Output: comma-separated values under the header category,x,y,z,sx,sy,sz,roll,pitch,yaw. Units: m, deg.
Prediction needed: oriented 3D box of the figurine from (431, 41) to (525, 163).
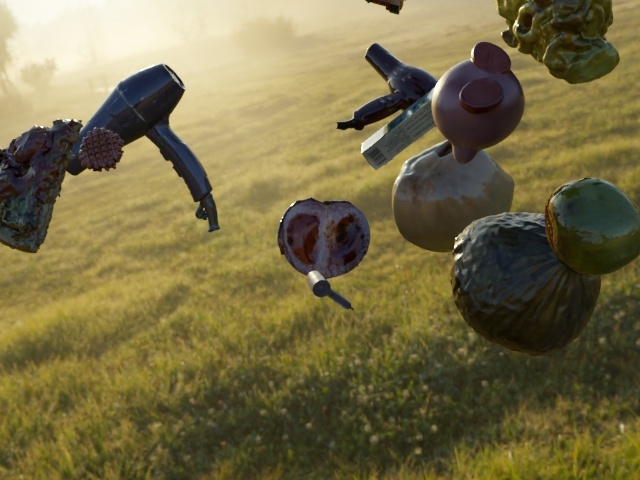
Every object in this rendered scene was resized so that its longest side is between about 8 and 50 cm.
category,x,y,z,sx,sy,sz,roll,pitch,yaw
figurine,0.285,-0.246,1.331,0.173,0.173,0.173,-12,19,4

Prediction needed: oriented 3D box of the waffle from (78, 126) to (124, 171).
category,x,y,z,sx,sy,sz,roll,pitch,yaw
waffle,-0.387,-0.161,1.291,0.075,0.083,0.029,20,-19,4

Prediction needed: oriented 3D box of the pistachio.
category,x,y,z,sx,sy,sz,roll,pitch,yaw
pistachio,0.412,-0.135,2.271,0.446,0.365,0.281,0,25,-33

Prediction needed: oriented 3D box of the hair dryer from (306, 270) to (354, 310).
category,x,y,z,sx,sy,sz,roll,pitch,yaw
hair dryer,0.024,0.108,1.461,0.037,0.114,0.063,-51,20,4

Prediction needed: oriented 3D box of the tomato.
category,x,y,z,sx,sy,sz,roll,pitch,yaw
tomato,0.000,0.000,1.793,0.228,0.199,0.112,7,-8,-12

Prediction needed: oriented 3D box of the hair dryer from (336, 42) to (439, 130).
category,x,y,z,sx,sy,sz,roll,pitch,yaw
hair dryer,0.142,-0.379,1.908,0.341,0.123,0.312,-27,58,-29

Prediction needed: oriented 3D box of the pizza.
category,x,y,z,sx,sy,sz,roll,pitch,yaw
pizza,-0.396,-0.095,0.974,0.201,0.053,0.193,32,90,38

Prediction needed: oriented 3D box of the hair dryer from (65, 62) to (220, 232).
category,x,y,z,sx,sy,sz,roll,pitch,yaw
hair dryer,-0.340,-0.152,1.521,0.301,0.361,0.121,-38,5,9

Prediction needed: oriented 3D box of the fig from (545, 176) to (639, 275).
category,x,y,z,sx,sy,sz,roll,pitch,yaw
fig,0.376,-0.018,1.022,0.121,0.136,0.153,-29,49,-11

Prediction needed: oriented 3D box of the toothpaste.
category,x,y,z,sx,sy,sz,roll,pitch,yaw
toothpaste,0.248,-0.303,1.788,0.337,0.067,0.081,-36,20,21

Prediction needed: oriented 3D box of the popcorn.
category,x,y,z,sx,sy,sz,roll,pitch,yaw
popcorn,0.457,-0.449,1.410,0.174,0.225,0.286,-23,43,-2

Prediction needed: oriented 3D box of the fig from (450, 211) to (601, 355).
category,x,y,z,sx,sy,sz,roll,pitch,yaw
fig,0.417,0.037,1.309,0.286,0.286,0.368,-28,-10,-36

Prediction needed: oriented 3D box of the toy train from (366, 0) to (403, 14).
category,x,y,z,sx,sy,sz,roll,pitch,yaw
toy train,0.152,-0.578,1.734,0.103,0.044,0.064,21,67,12
